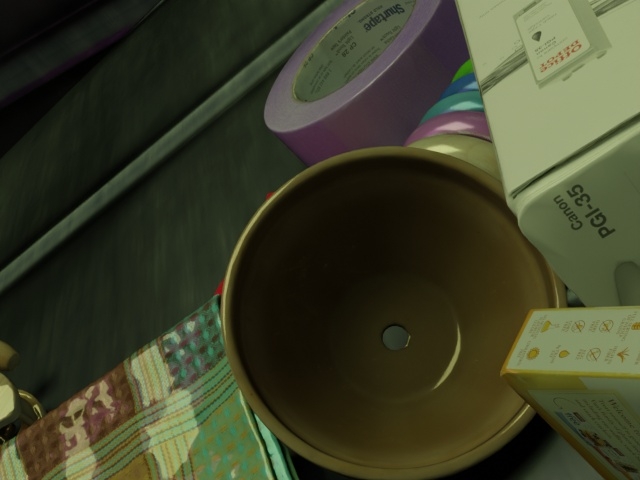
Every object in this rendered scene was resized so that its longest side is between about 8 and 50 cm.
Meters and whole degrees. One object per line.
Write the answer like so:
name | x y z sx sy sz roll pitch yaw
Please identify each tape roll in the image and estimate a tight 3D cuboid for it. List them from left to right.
tape roll | 0.064 -0.200 1.208 0.275 0.090 0.275 -35 28 22

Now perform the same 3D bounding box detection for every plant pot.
plant pot | 0.053 0.059 0.761 0.237 0.237 0.110 -51 -14 -10

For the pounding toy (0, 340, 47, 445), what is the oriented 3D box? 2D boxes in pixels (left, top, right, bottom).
pounding toy | -0.413 0.255 1.295 0.154 0.155 0.269 7 63 25

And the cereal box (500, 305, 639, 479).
cereal box | 0.219 0.093 0.447 0.240 0.173 0.047 -7 45 52

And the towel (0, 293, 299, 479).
towel | -0.121 0.241 0.726 0.271 0.040 0.370 -34 49 12

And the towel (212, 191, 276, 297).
towel | 0.000 0.000 1.082 0.275 0.031 0.199 -14 41 48

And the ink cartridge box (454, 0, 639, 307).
ink cartridge box | 0.199 -0.062 0.661 0.117 0.207 0.283 -33 29 21

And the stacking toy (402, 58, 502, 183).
stacking toy | 0.169 -0.120 0.909 0.141 0.141 0.330 -20 29 43
